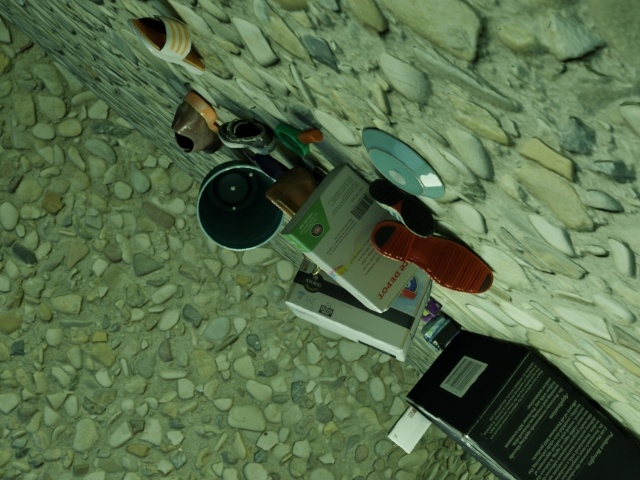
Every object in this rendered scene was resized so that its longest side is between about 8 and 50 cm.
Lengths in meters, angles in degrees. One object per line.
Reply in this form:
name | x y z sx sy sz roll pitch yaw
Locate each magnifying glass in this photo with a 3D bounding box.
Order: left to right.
magnifying glass | -0.045 -0.228 1.538 0.092 0.026 0.231 42 173 -18

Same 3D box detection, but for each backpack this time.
backpack | 0.369 0.284 2.154 0.084 0.105 0.114 44 174 0

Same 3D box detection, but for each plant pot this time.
plant pot | -0.264 -0.138 2.198 0.271 0.271 0.255 43 -174 -23

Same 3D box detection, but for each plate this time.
plate | 0.143 -0.130 1.247 0.188 0.024 0.188 37 171 7

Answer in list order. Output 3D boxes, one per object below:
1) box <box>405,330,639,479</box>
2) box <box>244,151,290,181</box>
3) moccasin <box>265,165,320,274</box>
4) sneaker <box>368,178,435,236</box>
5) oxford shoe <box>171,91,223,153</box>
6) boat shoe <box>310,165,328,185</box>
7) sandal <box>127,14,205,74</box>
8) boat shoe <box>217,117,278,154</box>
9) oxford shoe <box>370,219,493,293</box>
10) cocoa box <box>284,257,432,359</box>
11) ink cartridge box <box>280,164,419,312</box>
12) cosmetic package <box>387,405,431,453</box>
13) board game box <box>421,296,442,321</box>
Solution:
box | 0.564 0.532 1.959 0.472 0.297 0.480 42 172 -8
box | -0.088 -0.163 1.783 0.225 0.036 0.136 30 -169 -41
moccasin | 0.001 0.001 1.699 0.380 0.147 0.139 55 169 -30
sneaker | 0.167 -0.070 1.398 0.161 0.057 0.075 37 -171 -1
oxford shoe | -0.380 -0.322 2.068 0.130 0.133 0.364 37 171 8
boat shoe | -0.010 -0.154 1.706 0.046 0.038 0.125 40 171 -9
sandal | -0.310 -0.431 1.471 0.102 0.076 0.265 52 -165 13
boat shoe | -0.196 -0.278 1.751 0.219 0.078 0.070 20 161 43
oxford shoe | 0.239 0.024 1.453 0.271 0.097 0.098 28 -163 1
cocoa box | 0.113 0.154 1.915 0.347 0.228 0.231 22 167 13
ink cartridge box | 0.083 -0.002 1.551 0.278 0.201 0.117 41 171 -12
cosmetic package | 0.269 0.573 2.099 0.085 0.117 0.231 37 174 11
board game box | 0.218 0.125 2.165 0.347 0.056 0.208 38 167 7
